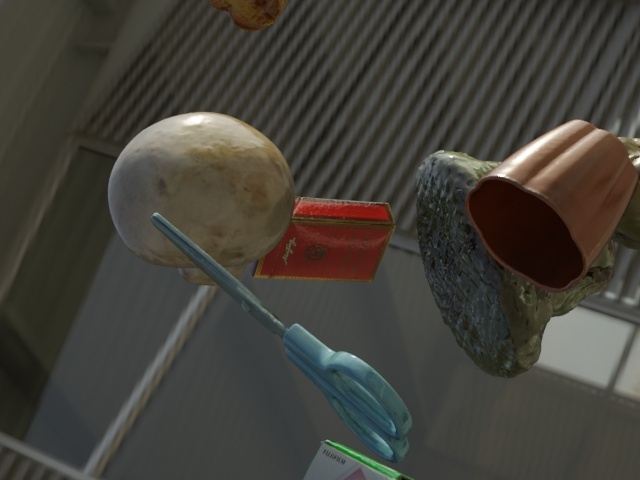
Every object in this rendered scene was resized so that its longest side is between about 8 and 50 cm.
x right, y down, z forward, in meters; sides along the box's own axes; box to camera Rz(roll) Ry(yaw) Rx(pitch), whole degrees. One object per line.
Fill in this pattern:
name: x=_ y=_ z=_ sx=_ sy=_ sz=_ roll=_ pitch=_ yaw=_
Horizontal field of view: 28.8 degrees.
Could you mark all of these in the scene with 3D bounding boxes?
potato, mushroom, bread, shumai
potato: x=0.456 y=-0.065 z=1.788 sx=0.137 sy=0.154 sz=0.200 roll=-45 pitch=-37 yaw=3
mushroom: x=-0.189 y=-0.043 z=1.986 sx=0.297 sy=0.297 sz=0.290 roll=-48 pitch=-26 yaw=-42
bread: x=-0.155 y=-0.418 z=1.874 sx=0.102 sy=0.245 sz=0.094 roll=-41 pitch=14 yaw=28
shumai: x=0.351 y=0.011 z=2.090 sx=0.323 sy=0.398 sz=0.324 roll=-16 pitch=-21 yaw=-15

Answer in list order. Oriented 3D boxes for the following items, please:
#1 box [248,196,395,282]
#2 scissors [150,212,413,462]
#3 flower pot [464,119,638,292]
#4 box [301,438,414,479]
box: x=0.000 y=-0.001 z=2.264 sx=0.153 sy=0.239 sz=0.074 roll=112 pitch=153 yaw=-44
scissors: x=-0.058 y=0.102 z=1.528 sx=0.029 sy=0.447 sz=0.193 roll=-42 pitch=-23 yaw=-19
flower pot: x=0.315 y=-0.056 z=1.622 sx=0.173 sy=0.190 sz=0.191 roll=-41 pitch=-36 yaw=-24
box: x=0.029 y=0.448 z=1.902 sx=0.103 sy=0.180 sz=0.250 roll=43 pitch=-107 yaw=-48
